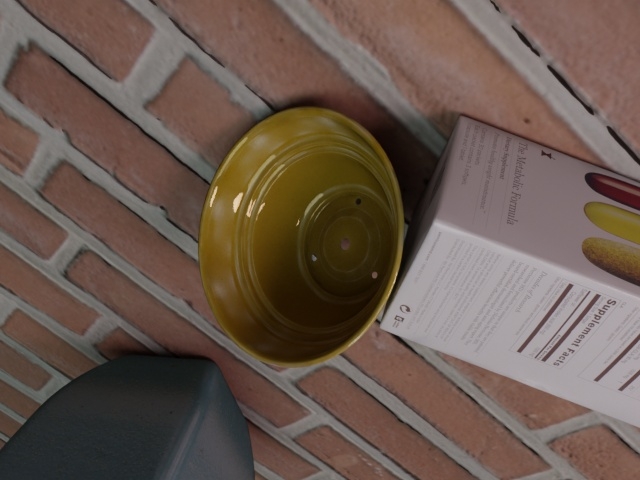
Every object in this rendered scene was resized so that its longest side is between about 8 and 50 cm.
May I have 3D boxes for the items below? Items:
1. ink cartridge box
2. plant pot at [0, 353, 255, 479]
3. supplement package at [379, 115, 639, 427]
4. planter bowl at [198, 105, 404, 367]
[{"bbox_3d":[-0.041,0.002,0.721,0.115,0.029,0.063,41,133,-16],"label":"ink cartridge box"},{"bbox_3d":[-0.214,0.285,0.896,0.248,0.252,0.247,0,131,22],"label":"plant pot"},{"bbox_3d":[0.192,0.028,0.573,0.244,0.139,0.133,20,136,1],"label":"supplement package"},{"bbox_3d":[0.000,0.000,0.627,0.217,0.217,0.090,-18,163,34],"label":"planter bowl"}]
